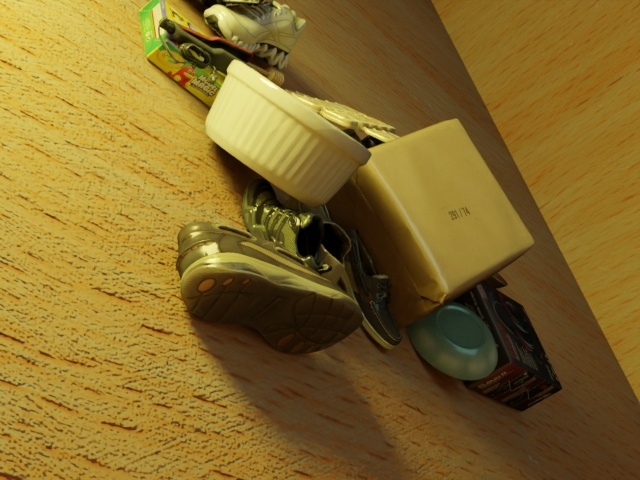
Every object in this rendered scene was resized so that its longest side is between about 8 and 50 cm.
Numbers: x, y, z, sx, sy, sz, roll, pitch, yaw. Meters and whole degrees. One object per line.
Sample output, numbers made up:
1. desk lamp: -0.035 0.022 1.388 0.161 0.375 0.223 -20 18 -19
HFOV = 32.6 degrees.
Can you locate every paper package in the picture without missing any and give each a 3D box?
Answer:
1. paper package: 0.193 -0.038 2.029 0.324 0.168 0.310 -24 81 -47

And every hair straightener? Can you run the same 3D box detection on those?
1. hair straightener: -0.180 -0.301 1.769 0.230 0.047 0.089 24 41 -53

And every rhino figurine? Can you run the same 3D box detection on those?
1. rhino figurine: 0.129 -0.171 2.301 0.106 0.073 0.243 52 -3 -6

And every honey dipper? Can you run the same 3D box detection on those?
1. honey dipper: -0.126 -0.334 2.126 0.160 0.030 0.030 15 44 -58

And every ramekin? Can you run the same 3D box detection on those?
1. ramekin: -0.061 -0.161 1.742 0.272 0.127 0.273 34 4 -3

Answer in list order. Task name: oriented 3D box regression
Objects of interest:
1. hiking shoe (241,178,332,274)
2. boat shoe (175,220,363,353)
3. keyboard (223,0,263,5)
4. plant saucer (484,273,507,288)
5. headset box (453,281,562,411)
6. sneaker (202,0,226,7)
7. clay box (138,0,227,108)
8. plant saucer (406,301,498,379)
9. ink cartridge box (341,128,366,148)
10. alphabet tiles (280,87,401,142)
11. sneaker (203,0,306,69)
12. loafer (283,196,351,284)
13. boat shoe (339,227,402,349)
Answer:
1. hiking shoe: -0.045 -0.016 1.682 0.086 0.114 0.227 30 32 -51
2. boat shoe: -0.062 0.055 1.509 0.355 0.132 0.130 30 32 -52
3. keyboard: -0.121 -0.464 2.073 0.180 0.108 0.023 -74 162 -69
4. plant saucer: 0.271 0.009 2.360 0.310 0.050 0.310 41 8 -7
5. headset box: 0.355 0.210 2.249 0.293 0.110 0.218 29 33 -50
6. sneaker: -0.230 -0.497 2.070 0.118 0.083 0.222 18 -1 1
7. clay box: -0.207 -0.301 1.848 0.222 0.053 0.127 35 29 -43
8. plant saucer: 0.255 0.173 2.055 0.194 0.037 0.195 17 42 -16
9. ink cartridge box: 0.066 -0.132 2.181 0.175 0.072 0.127 57 21 1
10. alphabet tiles: 0.049 -0.250 2.189 0.278 0.021 0.284 26 12 19
11. sneaker: -0.123 -0.420 2.116 0.110 0.118 0.292 47 16 17
12. loafer: 0.000 0.000 1.792 0.102 0.092 0.269 43 23 -30
13. boat shoe: 0.084 0.079 1.887 0.224 0.073 0.080 60 21 15
